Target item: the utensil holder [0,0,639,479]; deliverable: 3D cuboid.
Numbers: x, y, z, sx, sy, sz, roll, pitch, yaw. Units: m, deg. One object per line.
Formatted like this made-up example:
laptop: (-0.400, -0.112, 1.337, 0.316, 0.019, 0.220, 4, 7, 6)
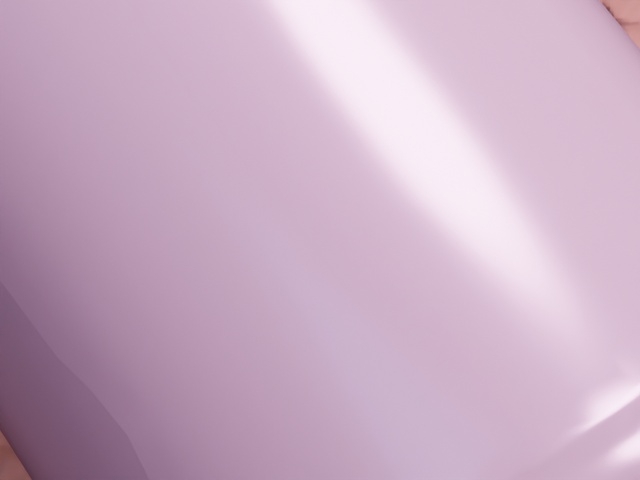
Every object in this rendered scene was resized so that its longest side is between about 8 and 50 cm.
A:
utensil holder: (0.000, 0.000, 0.846, 0.327, 0.327, 0.385, -39, 73, 9)
